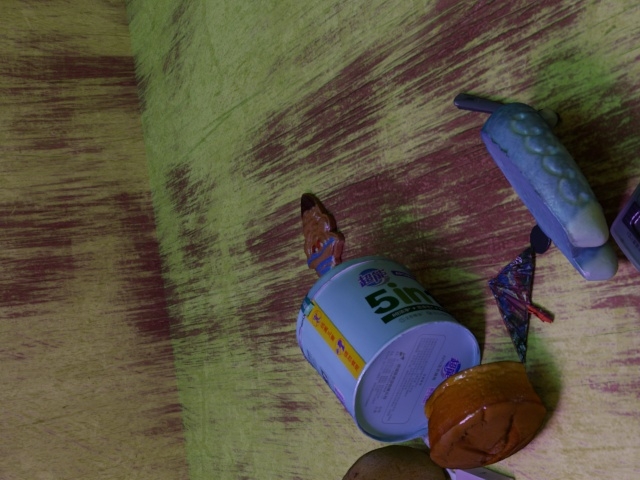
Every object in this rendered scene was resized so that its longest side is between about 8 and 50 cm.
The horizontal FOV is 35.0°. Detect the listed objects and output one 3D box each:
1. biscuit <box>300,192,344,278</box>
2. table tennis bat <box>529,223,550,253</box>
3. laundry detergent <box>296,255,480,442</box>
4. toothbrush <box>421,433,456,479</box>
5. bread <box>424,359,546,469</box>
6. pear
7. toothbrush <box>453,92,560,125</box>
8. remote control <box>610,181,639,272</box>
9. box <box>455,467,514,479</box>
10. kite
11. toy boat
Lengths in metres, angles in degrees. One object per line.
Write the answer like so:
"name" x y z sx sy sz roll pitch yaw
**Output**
"biscuit" 0.000 0.000 2.510 0.183 0.043 0.280 -50 55 50
"table tennis bat" 0.390 -0.012 1.775 0.050 0.007 0.083 63 147 36
"laundry detergent" 0.119 0.201 2.038 0.305 0.287 0.287 48 136 49
"toothbrush" 0.224 0.407 2.155 0.342 0.030 0.025 51 138 46
"bread" 0.292 0.324 1.834 0.270 0.195 0.143 118 144 -53
"pear" 0.145 0.535 2.136 0.188 0.211 0.228 66 147 35
"toothbrush" 0.327 -0.238 1.831 0.297 0.030 0.030 27 93 60
"remote control" 0.522 -0.077 1.473 0.123 0.038 0.285 63 146 37
"box" 0.321 0.514 1.964 0.129 0.051 0.130 3 98 62
"kite" 0.362 0.115 1.851 0.189 0.009 0.232 34 127 57
"toy boat" 0.384 -0.097 1.624 0.215 0.123 0.330 49 -171 -52
